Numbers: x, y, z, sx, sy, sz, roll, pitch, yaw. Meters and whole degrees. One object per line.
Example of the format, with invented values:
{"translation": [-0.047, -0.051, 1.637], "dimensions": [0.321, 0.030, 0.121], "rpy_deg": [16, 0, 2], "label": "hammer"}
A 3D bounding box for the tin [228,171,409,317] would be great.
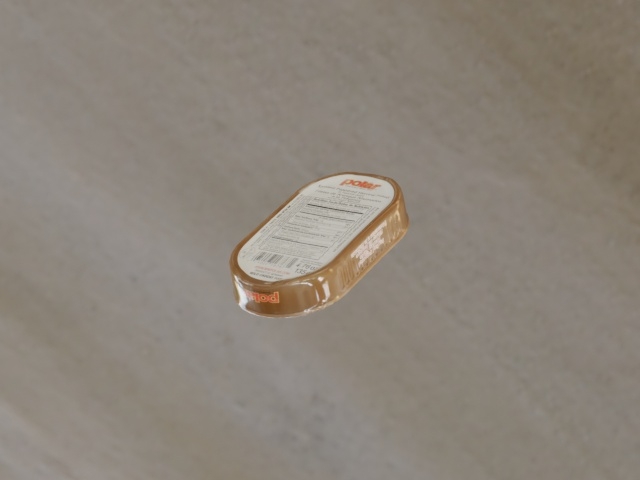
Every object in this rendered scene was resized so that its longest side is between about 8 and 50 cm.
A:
{"translation": [0.000, 0.000, 1.555], "dimensions": [0.106, 0.189, 0.040], "rpy_deg": [14, 129, 30], "label": "tin"}
